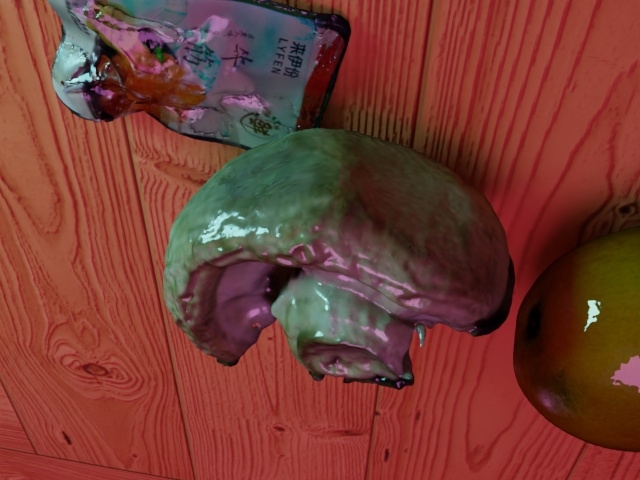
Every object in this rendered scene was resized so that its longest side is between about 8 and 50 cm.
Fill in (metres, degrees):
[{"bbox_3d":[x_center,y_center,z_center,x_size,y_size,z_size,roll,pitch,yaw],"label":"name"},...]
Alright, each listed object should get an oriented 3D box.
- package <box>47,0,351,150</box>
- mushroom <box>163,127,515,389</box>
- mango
[{"bbox_3d":[-0.105,-0.134,0.664,0.232,0.040,0.166,15,142,-7],"label":"package"},{"bbox_3d":[0.005,-0.006,0.670,0.267,0.189,0.164,1,139,32],"label":"mushroom"},{"bbox_3d":[0.317,0.077,0.696,0.317,0.173,0.211,-5,137,11],"label":"mango"}]
